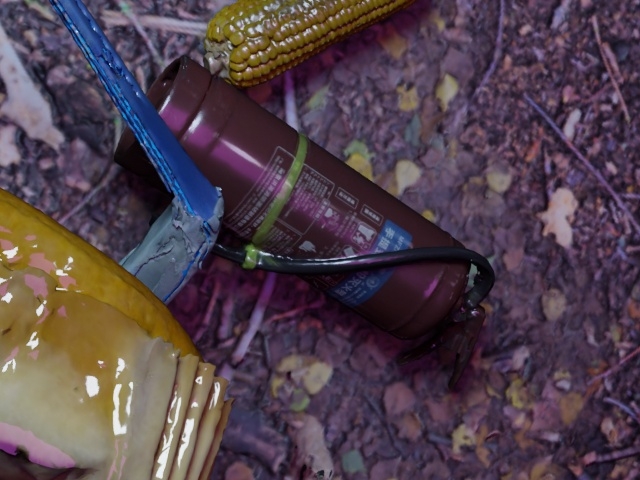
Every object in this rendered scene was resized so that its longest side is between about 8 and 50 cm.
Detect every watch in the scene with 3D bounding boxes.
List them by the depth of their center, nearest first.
[{"bbox_3d":[-0.181,-0.077,1.017,0.274,0.068,0.276,33,119,-12],"label":"watch"}]

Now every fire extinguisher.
[{"bbox_3d":[0.000,0.000,1.145,0.341,0.105,0.141,34,120,-17],"label":"fire extinguisher"}]

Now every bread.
[{"bbox_3d":[-0.240,0.087,0.993,0.389,0.236,0.183,35,44,-19],"label":"bread"}]

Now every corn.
[{"bbox_3d":[-0.002,-0.182,1.150,0.207,0.068,0.068,-30,101,-15],"label":"corn"}]
